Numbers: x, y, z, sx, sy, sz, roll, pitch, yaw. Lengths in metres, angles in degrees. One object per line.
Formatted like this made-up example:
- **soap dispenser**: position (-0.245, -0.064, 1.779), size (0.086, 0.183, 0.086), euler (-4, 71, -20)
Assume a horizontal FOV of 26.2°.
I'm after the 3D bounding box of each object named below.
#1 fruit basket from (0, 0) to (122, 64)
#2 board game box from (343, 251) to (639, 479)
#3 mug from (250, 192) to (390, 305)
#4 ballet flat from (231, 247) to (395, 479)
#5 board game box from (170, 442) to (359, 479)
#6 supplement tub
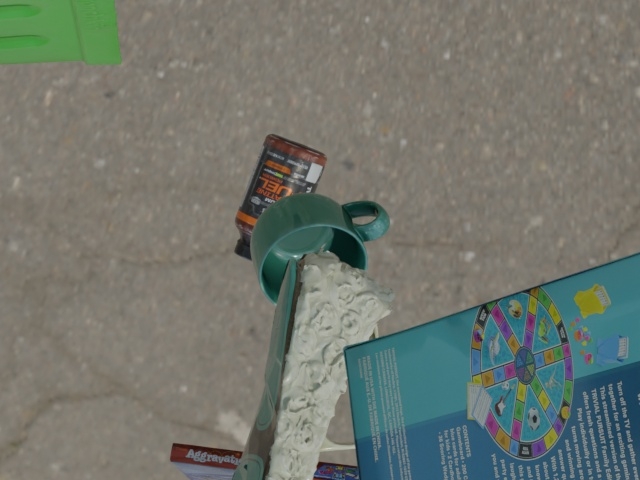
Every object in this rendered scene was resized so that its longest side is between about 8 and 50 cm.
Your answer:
- **fruit basket**: position (-0.191, -0.322, 1.117), size (0.392, 0.392, 0.282), euler (-23, 83, 27)
- **board game box**: position (0.180, 0.156, 0.930), size (0.336, 0.253, 0.079), euler (-21, 156, 35)
- **mug**: position (-0.005, 0.008, 1.635), size (0.158, 0.097, 0.129), euler (-2, 123, -14)
- **ballet flat**: position (-0.015, 0.213, 1.377), size (0.147, 0.408, 0.147), euler (15, 176, 1)
- **board game box**: position (-0.037, 0.296, 1.728), size (0.281, 0.027, 0.145), euler (6, 160, 8)
- **supplement tub**: position (-0.069, -0.060, 2.159), size (0.106, 0.106, 0.197), euler (20, 95, -9)
